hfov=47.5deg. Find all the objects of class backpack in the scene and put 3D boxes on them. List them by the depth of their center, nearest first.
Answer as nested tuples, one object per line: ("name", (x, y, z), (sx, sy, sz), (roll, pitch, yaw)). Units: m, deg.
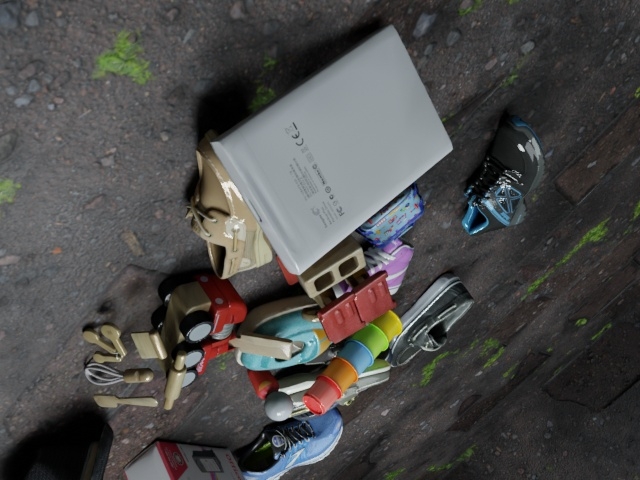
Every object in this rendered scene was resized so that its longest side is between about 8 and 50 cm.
("backpack", (0.131, -0.060, 1.447), (0.158, 0.117, 0.173), (-38, 149, 1))

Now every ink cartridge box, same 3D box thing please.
("ink cartridge box", (-0.305, 0.627, 1.786), (0.131, 0.226, 0.306), (-43, 148, 11))

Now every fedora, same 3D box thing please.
("fedora", (-0.528, 0.523, 1.467), (0.153, 0.334, 0.334), (14, 129, -12))

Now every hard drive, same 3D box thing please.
("hard drive", (0.032, -0.145, 1.120), (0.353, 0.047, 0.233), (-39, 111, -23))

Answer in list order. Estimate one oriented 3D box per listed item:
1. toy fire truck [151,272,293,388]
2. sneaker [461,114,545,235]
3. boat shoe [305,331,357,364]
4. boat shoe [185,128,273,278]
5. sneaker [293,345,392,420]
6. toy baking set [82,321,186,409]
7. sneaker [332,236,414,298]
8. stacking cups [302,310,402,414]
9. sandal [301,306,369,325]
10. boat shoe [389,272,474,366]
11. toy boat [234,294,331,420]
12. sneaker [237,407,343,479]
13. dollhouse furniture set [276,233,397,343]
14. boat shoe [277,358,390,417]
("toy fire truck", (-0.180, 0.171, 1.404), (0.246, 0.158, 0.217), (-13, 140, -37))
("sneaker", (0.398, -0.126, 1.611), (0.140, 0.125, 0.341), (-23, 143, -13))
("boat shoe", (0.049, 0.277, 1.826), (0.224, 0.073, 0.080), (-8, 137, -38))
("boat shoe", (-0.157, -0.039, 1.190), (0.110, 0.121, 0.341), (-30, 148, -13))
("sneaker", (0.063, 0.391, 1.947), (0.319, 0.112, 0.131), (-32, 144, -6))
("toy baking set", (-0.342, 0.236, 1.335), (0.030, 0.197, 0.256), (-63, 172, -51))
("sneaker", (0.097, 0.051, 1.579), (0.282, 0.102, 0.161), (-15, 139, -48))
("stacking cups", (0.075, 0.282, 1.738), (0.316, 0.096, 0.096), (-41, 155, -38))
("sandal", (0.028, 0.171, 1.525), (0.180, 0.072, 0.049), (8, 95, -45))
("boat shoe", (0.286, 0.242, 1.966), (0.121, 0.119, 0.335), (0, 132, -43))
("toy boat", (-0.075, 0.260, 1.618), (0.267, 0.148, 0.318), (-10, 138, -36))
("sneaker", (-0.083, 0.567, 2.014), (0.330, 0.130, 0.147), (-33, 150, -7))
("dollhouse furniture set", (0.000, 0.000, 1.332), (0.152, 0.201, 0.374), (-31, 141, -9))
("boat shoe", (0.033, 0.370, 1.833), (0.305, 0.109, 0.091), (-12, 98, -8))
